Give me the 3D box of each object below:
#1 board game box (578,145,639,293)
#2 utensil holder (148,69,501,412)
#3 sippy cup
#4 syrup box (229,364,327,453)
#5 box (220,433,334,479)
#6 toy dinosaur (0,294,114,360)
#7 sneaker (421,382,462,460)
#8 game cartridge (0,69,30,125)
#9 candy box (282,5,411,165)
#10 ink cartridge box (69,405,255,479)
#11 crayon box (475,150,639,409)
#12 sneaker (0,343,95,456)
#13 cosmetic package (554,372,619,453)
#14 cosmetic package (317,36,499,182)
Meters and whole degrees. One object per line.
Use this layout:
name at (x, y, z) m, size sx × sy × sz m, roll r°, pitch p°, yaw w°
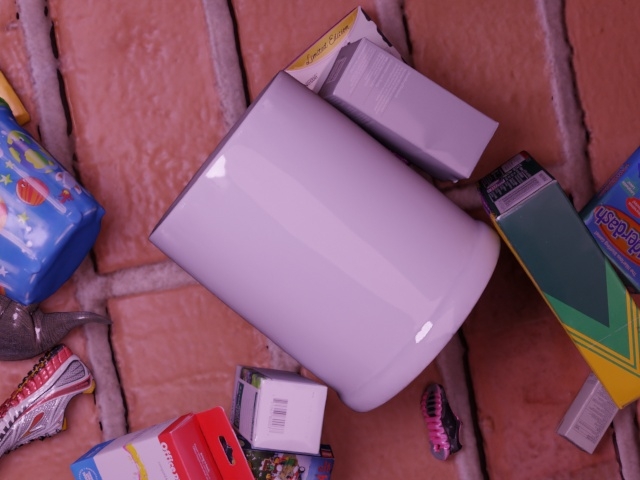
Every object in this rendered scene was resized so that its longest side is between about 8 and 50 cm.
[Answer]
board game box at (0.524, -0.042, 1.968) m, size 0.160 × 0.047 × 0.210 m, roll 45°, pitch 81°, yaw -9°
utensil holder at (0.000, 0.000, 1.706) m, size 0.385 × 0.327 × 0.328 m, roll 38°, pitch 81°, yaw -8°
sippy cup at (-0.416, -0.040, 1.601) m, size 0.224 × 0.240 × 0.305 m, roll 36°, pitch 53°, yaw 5°
syrup box at (-0.064, 0.235, 1.728) m, size 0.096 × 0.237 × 0.093 m, roll 8°, pitch 87°, yaw -13°
box at (-0.083, 0.400, 1.781) m, size 0.159 × 0.044 × 0.233 m, roll 8°, pitch 109°, yaw -14°
toy dinosaur at (-0.455, 0.105, 1.717) m, size 0.313 × 0.121 × 0.160 m, roll 10°, pitch 99°, yaw -18°
sneaker at (0.193, 0.278, 1.894) m, size 0.057 × 0.047 × 0.119 m, roll -10°, pitch 94°, yaw -32°
game cartridge at (-0.618, -0.206, 1.698) m, size 0.323 × 0.052 × 0.285 m, roll -34°, pitch 97°, yaw -13°
candy box at (0.069, -0.213, 1.850) m, size 0.159 × 0.071 × 0.233 m, roll -43°, pitch 98°, yaw -10°
ink cartridge box at (-0.220, 0.330, 1.711) m, size 0.231 × 0.078 × 0.134 m, roll -22°, pitch 95°, yaw 25°
crayon box at (0.359, 0.042, 1.763) m, size 0.106 × 0.363 × 0.313 m, roll -34°, pitch 97°, yaw 9°
sneaker at (-0.408, 0.257, 1.724) m, size 0.092 × 0.088 × 0.225 m, roll 43°, pitch 82°, yaw -14°
cosmetic package at (0.431, 0.275, 1.946) m, size 0.060 × 0.041 × 0.115 m, roll 37°, pitch 82°, yaw -11°
cosmetic package at (0.122, -0.184, 1.762) m, size 0.238 × 0.127 × 0.107 m, roll 28°, pitch 84°, yaw -14°
